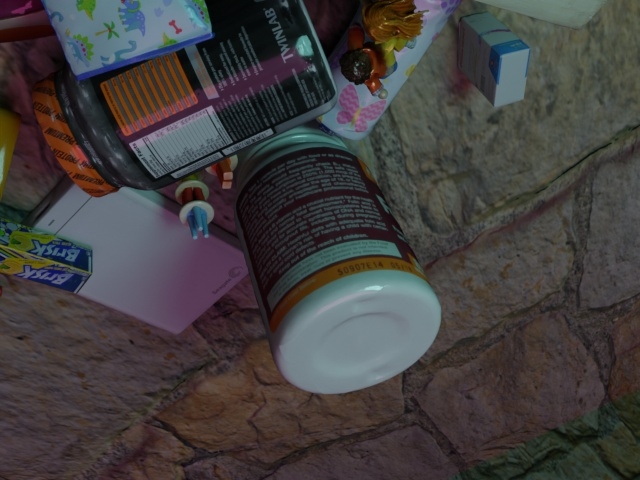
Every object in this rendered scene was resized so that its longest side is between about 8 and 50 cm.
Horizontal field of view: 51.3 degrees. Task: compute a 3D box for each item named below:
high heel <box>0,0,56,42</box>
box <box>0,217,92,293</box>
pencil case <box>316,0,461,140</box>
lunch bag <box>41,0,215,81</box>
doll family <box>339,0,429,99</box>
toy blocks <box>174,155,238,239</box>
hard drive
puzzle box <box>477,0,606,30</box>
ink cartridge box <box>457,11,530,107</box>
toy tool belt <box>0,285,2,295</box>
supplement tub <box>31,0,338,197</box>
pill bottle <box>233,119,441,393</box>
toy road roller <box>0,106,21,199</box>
[{"bbox_3d":[-0.293,-0.345,0.754,0.378,0.127,0.181,-15,100,4],"label":"high heel"},{"bbox_3d":[-0.429,0.021,0.991,0.169,0.059,0.054,23,124,-35],"label":"box"},{"bbox_3d":[0.082,-0.273,0.930,0.124,0.113,0.273,36,120,-1],"label":"pencil case"},{"bbox_3d":[-0.200,-0.244,0.674,0.151,0.096,0.128,-21,110,-9],"label":"lunch bag"},{"bbox_3d":[0.049,-0.300,0.771,0.118,0.163,0.262,-24,98,26],"label":"doll family"},{"bbox_3d":[-0.167,-0.081,0.994,0.054,0.148,0.123,28,119,-39],"label":"toy blocks"},{"bbox_3d":[-0.308,0.025,1.119,0.233,0.047,0.353,-41,134,19],"label":"hard drive"},{"bbox_3d":[0.113,-0.327,0.663,0.409,0.272,0.052,-12,145,-49],"label":"puzzle box"},{"bbox_3d":[0.255,-0.271,0.992,0.052,0.122,0.088,-18,137,-10],"label":"ink cartridge box"},{"bbox_3d":[-0.561,0.105,1.095,0.051,0.052,0.083,8,129,-38],"label":"toy tool belt"},{"bbox_3d":[-0.166,-0.195,0.840,0.338,0.207,0.207,-23,137,3],"label":"supplement tub"},{"bbox_3d":[0.000,0.000,0.962,0.224,0.392,0.224,-11,136,-11],"label":"pill bottle"},{"bbox_3d":[-0.545,-0.061,0.869,0.203,0.241,0.329,16,88,-32],"label":"toy road roller"}]
